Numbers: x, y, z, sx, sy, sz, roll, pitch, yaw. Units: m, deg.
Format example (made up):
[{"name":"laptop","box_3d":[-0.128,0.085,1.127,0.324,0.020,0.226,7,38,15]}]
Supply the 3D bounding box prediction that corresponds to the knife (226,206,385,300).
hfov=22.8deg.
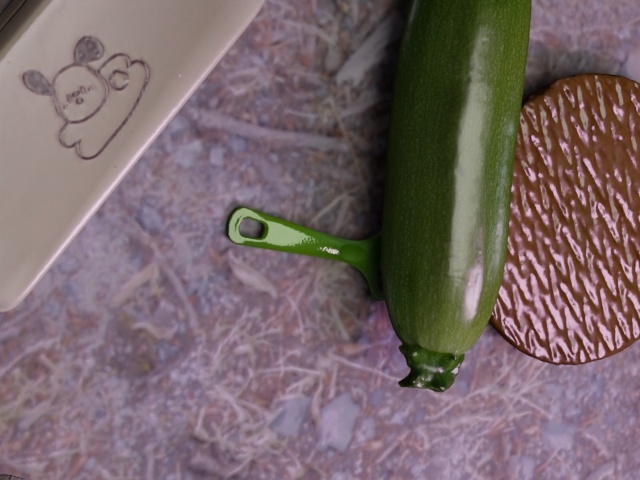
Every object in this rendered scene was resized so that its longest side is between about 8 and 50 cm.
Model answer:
[{"name":"knife","box_3d":[0.002,0.000,1.279,0.166,0.023,0.078,14,88,-31]}]

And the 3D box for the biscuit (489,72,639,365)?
[{"name":"biscuit","box_3d":[0.228,-0.020,1.391,0.262,0.037,0.261,-6,103,-27]}]

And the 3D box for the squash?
[{"name":"squash","box_3d":[0.105,-0.073,1.265,0.107,0.107,0.395,4,95,-30]}]

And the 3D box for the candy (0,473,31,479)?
[{"name":"candy","box_3d":[-0.291,0.154,1.133,0.175,0.045,0.043,14,88,-30]}]

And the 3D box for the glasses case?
[{"name":"glasses case","box_3d":[-0.179,-0.106,1.127,0.131,0.070,0.313,44,78,-28]}]
